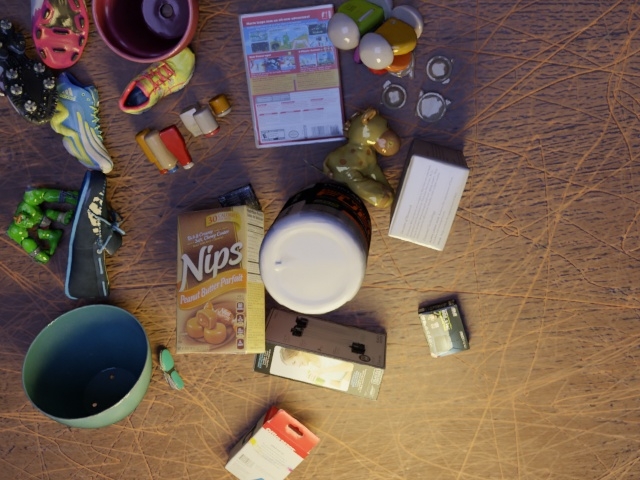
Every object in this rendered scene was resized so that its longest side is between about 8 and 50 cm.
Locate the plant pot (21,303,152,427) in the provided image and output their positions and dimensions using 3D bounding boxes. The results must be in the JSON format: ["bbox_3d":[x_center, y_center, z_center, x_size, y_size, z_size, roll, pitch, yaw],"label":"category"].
[{"bbox_3d":[-0.527,0.325,1.692,0.290,0.290,0.195,2,144,6],"label":"plant pot"}]

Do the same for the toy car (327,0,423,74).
[{"bbox_3d":[0.108,-0.406,1.435,0.182,0.159,0.136,36,155,18],"label":"toy car"}]

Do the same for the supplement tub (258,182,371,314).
[{"bbox_3d":[0.000,0.000,1.466,0.207,0.338,0.207,2,108,6],"label":"supplement tub"}]

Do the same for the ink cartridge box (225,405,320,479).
[{"bbox_3d":[-0.115,0.514,1.782,0.134,0.078,0.231,40,108,-7],"label":"ink cartridge box"}]

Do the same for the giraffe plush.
[{"bbox_3d":[0.094,-0.187,1.493,0.210,0.181,0.170,29,97,-21],"label":"giraffe plush"}]

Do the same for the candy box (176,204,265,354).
[{"bbox_3d":[-0.220,0.090,1.567,0.182,0.087,0.317,-5,81,24],"label":"candy box"}]

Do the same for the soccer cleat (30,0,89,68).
[{"bbox_3d":[-0.551,-0.530,1.492,0.116,0.143,0.331,-4,132,-19],"label":"soccer cleat"}]

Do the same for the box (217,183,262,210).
[{"bbox_3d":[-0.185,-0.084,1.629,0.083,0.018,0.067,-22,104,13],"label":"box"}]

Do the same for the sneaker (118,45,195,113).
[{"bbox_3d":[-0.352,-0.339,1.527,0.208,0.094,0.081,-40,98,15],"label":"sneaker"}]

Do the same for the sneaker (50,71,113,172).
[{"bbox_3d":[-0.523,-0.267,1.572,0.126,0.091,0.240,-38,99,16],"label":"sneaker"}]

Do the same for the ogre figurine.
[{"bbox_3d":[-0.655,-0.046,1.662,0.118,0.097,0.197,25,125,-20],"label":"ogre figurine"}]

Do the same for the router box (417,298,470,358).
[{"bbox_3d":[0.287,0.206,1.657,0.092,0.038,0.122,-17,105,11],"label":"router box"}]

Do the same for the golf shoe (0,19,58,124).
[{"bbox_3d":[-0.645,-0.343,1.526,0.273,0.105,0.120,58,143,16],"label":"golf shoe"}]

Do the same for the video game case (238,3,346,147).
[{"bbox_3d":[-0.057,-0.347,1.526,0.204,0.025,0.285,-4,108,8],"label":"video game case"}]

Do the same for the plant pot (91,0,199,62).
[{"bbox_3d":[-0.331,-0.466,1.438,0.201,0.180,0.201,2,108,7],"label":"plant pot"}]

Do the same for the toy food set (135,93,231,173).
[{"bbox_3d":[-0.288,-0.220,1.553,0.232,0.111,0.104,-23,116,12],"label":"toy food set"}]

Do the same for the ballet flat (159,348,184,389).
[{"bbox_3d":[-0.380,0.323,1.775,0.041,0.041,0.114,-20,103,12],"label":"ballet flat"}]

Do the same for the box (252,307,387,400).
[{"bbox_3d":[0.003,0.258,1.641,0.289,0.169,0.087,13,111,1],"label":"box"}]

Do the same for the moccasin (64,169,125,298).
[{"bbox_3d":[-0.513,-0.012,1.646,0.116,0.138,0.342,10,127,-15],"label":"moccasin"}]

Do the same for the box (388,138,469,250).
[{"bbox_3d":[0.223,-0.100,1.491,0.119,0.181,0.182,16,109,2],"label":"box"}]

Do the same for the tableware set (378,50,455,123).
[{"bbox_3d":[0.202,-0.331,1.505,0.168,0.020,0.141,15,108,3],"label":"tableware set"}]
